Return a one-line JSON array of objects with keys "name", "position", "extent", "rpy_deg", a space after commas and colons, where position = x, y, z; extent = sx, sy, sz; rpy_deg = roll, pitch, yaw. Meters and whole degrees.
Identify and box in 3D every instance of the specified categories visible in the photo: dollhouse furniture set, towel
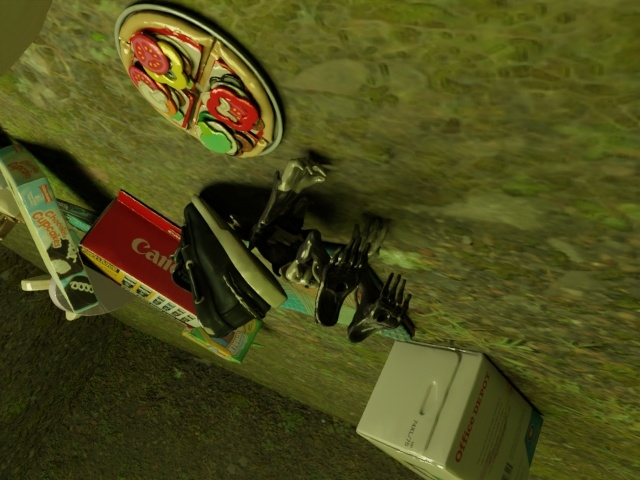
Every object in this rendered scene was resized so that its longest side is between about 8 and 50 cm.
[{"name": "dollhouse furniture set", "position": [-0.932, -0.028, 1.545], "extent": [0.151, 0.123, 0.144], "rpy_deg": [30, 157, -5]}, {"name": "towel", "position": [-0.038, 0.079, 0.886], "extent": [0.369, 0.040, 0.271], "rpy_deg": [7, 150, 40]}]

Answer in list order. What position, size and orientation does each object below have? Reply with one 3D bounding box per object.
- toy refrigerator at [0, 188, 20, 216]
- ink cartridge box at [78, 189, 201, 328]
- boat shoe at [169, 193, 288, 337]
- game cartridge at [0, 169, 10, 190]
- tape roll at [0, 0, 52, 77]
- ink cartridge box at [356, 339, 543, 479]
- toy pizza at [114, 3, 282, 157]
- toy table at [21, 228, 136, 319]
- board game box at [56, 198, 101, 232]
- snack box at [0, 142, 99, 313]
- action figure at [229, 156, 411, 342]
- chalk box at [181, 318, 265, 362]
[{"name": "toy refrigerator", "position": [-0.838, -0.151, 1.218], "extent": [0.269, 0.102, 0.094], "rpy_deg": [17, 154, 23]}, {"name": "ink cartridge box", "position": [-0.358, 0.057, 1.079], "extent": [0.309, 0.130, 0.271], "rpy_deg": [35, 155, -15]}, {"name": "boat shoe", "position": [-0.156, 0.032, 0.689], "extent": [0.127, 0.113, 0.340], "rpy_deg": [50, 174, -36]}, {"name": "game cartridge", "position": [-0.781, -0.232, 1.010], "extent": [0.297, 0.062, 0.198], "rpy_deg": [34, 154, 5]}, {"name": "tape roll", "position": [-0.272, -0.206, 0.251], "extent": [0.100, 0.286, 0.286], "rpy_deg": [25, 157, 9]}, {"name": "ink cartridge box", "position": [0.246, 0.343, 0.912], "extent": [0.197, 0.198, 0.270], "rpy_deg": [0, 143, 49]}, {"name": "toy pizza", "position": [-0.133, -0.153, 0.520], "extent": [0.201, 0.032, 0.201], "rpy_deg": [23, 156, 11]}, {"name": "toy table", "position": [-0.630, 0.101, 1.319], "extent": [0.160, 0.253, 0.274], "rpy_deg": [6, 180, 28]}, {"name": "board game box", "position": [-0.596, -0.043, 1.266], "extent": [0.186, 0.026, 0.126], "rpy_deg": [18, 155, 23]}, {"name": "snack box", "position": [-0.568, -0.020, 1.023], "extent": [0.187, 0.060, 0.322], "rpy_deg": [36, 141, 38]}, {"name": "action figure", "position": [0.000, 0.000, 0.568], "extent": [0.164, 0.141, 0.275], "rpy_deg": [33, -176, -32]}, {"name": "chalk box", "position": [-0.259, 0.260, 1.383], "extent": [0.213, 0.132, 0.132], "rpy_deg": [35, 156, -15]}]
